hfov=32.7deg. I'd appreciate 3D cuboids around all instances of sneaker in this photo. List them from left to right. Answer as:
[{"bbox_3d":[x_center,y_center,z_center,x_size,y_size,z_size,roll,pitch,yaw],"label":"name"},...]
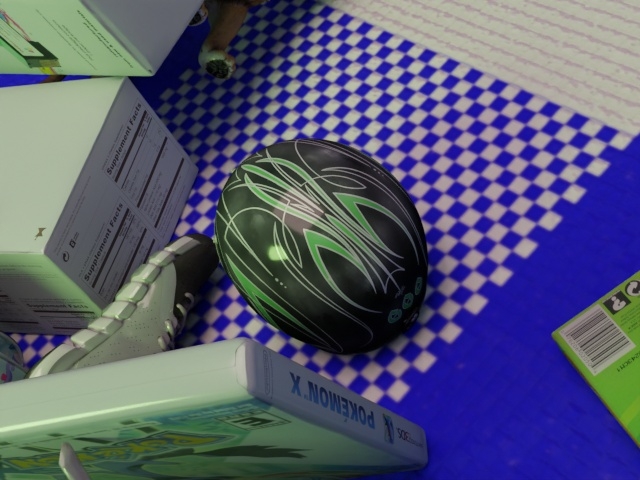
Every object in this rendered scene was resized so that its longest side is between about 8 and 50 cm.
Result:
[{"bbox_3d":[-0.134,0.103,0.932,0.132,0.086,0.228,35,62,17],"label":"sneaker"}]

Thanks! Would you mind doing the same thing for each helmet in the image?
[{"bbox_3d":[0.000,0.000,0.867,0.169,0.161,0.169,-15,50,18],"label":"helmet"}]

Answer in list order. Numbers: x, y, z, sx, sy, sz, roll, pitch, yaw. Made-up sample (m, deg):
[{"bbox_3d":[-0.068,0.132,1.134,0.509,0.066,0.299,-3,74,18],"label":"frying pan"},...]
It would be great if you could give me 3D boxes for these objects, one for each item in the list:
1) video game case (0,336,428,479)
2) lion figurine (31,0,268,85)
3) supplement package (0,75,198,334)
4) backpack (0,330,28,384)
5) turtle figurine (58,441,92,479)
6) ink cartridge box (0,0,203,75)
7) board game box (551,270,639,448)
[{"bbox_3d":[-0.128,0.142,0.735,0.329,0.300,0.036,-13,67,20],"label":"video game case"},{"bbox_3d":[-0.164,-0.266,1.183,0.392,0.142,0.240,-9,48,26],"label":"lion figurine"},{"bbox_3d":[-0.289,-0.031,1.061,0.262,0.145,0.204,0,56,28],"label":"supplement package"},{"bbox_3d":[-0.384,0.155,0.916,0.191,0.225,0.253,15,67,41],"label":"backpack"},{"bbox_3d":[-0.056,0.291,0.654,0.198,0.275,0.266,-48,41,37],"label":"turtle figurine"},{"bbox_3d":[-0.229,-0.269,1.050,0.278,0.117,0.201,9,61,43],"label":"ink cartridge box"},{"bbox_3d":[0.268,0.111,0.704,0.124,0.039,0.259,-36,38,4],"label":"board game box"}]
